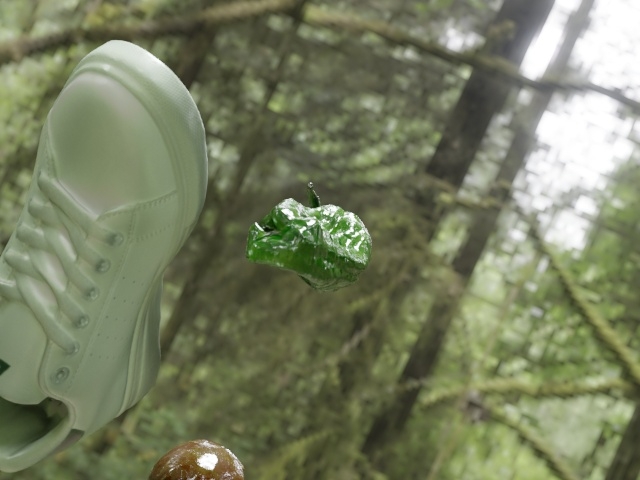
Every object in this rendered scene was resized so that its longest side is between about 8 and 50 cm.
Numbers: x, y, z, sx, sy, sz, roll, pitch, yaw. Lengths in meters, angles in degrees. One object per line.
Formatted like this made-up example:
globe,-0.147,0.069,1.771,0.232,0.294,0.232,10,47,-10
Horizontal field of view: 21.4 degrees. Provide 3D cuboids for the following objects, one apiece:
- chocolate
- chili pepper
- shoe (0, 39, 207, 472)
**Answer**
chocolate,-0.145,0.293,1.971,0.133,0.124,0.127,-113,-172,-60
chili pepper,-0.006,0.002,1.459,0.100,0.074,0.257,35,4,7
shoe,-0.185,0.027,1.203,0.132,0.160,0.363,33,-42,17
